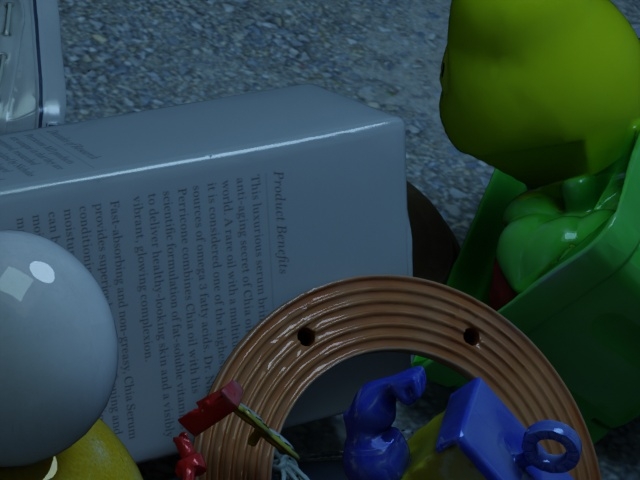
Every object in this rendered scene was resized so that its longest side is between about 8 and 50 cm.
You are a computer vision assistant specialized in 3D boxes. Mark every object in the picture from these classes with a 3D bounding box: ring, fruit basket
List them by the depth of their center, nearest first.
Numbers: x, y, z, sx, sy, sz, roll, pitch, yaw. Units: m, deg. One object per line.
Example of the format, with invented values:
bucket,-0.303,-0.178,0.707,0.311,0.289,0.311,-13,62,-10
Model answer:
ring,0.059,0.190,1.443,0.336,0.032,0.337,8,71,-24
fruit basket,0.193,-0.068,1.668,0.392,0.283,0.392,27,43,-28

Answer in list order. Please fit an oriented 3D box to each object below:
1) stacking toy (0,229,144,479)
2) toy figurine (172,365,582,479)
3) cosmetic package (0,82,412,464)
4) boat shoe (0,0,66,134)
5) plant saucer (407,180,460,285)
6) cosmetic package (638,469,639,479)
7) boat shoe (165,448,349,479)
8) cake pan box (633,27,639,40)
stacking toy,-0.201,0.196,1.108,0.350,0.480,0.351,9,39,-7
toy figurine,0.095,0.206,1.275,0.362,0.217,0.191,48,26,-14
cosmetic package,-0.165,0.036,1.467,0.453,0.230,0.161,-11,20,-25
boat shoe,-0.296,-0.179,1.850,0.088,0.096,0.267,5,48,-20
plant saucer,0.000,0.000,1.767,0.277,0.041,0.278,9,38,-7
cosmetic package,0.493,0.151,1.454,0.393,0.327,0.329,-19,49,-18
boat shoe,-0.051,0.197,1.477,0.254,0.079,0.095,-10,36,-31
cake pan box,0.377,-0.128,1.964,0.266,0.070,0.246,-7,37,7
